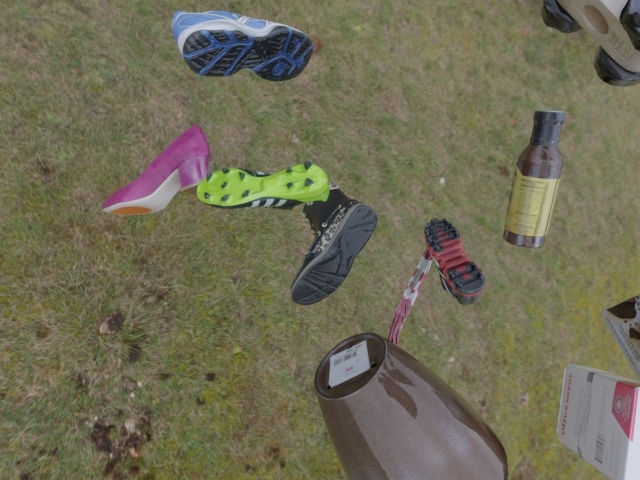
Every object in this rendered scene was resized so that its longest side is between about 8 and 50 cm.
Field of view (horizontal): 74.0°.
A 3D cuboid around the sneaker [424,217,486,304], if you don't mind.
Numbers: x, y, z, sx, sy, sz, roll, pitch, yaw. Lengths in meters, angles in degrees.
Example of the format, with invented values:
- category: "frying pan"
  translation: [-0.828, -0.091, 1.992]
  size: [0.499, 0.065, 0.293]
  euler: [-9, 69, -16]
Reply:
- category: "sneaker"
  translation: [0.355, 0.060, 1.152]
  size: [0.097, 0.135, 0.276]
  euler: [-19, 47, 2]

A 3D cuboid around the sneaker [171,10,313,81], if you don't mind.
- category: "sneaker"
  translation: [-0.096, -0.269, 0.570]
  size: [0.211, 0.080, 0.081]
  euler: [-13, 56, -44]

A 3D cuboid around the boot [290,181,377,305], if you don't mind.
- category: "boot"
  translation: [0.002, 0.000, 0.872]
  size: [0.085, 0.178, 0.236]
  euler: [28, 104, -32]

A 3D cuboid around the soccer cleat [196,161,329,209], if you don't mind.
- category: "soccer cleat"
  translation: [-0.075, -0.063, 0.563]
  size: [0.178, 0.072, 0.060]
  euler: [-3, 68, 13]

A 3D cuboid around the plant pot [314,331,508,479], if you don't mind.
- category: "plant pot"
  translation: [0.096, 0.242, 0.567]
  size: [0.215, 0.215, 0.230]
  euler: [-45, 111, -28]

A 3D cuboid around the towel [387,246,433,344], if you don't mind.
- category: "towel"
  translation: [0.293, 0.153, 1.309]
  size: [0.037, 0.237, 0.329]
  euler: [24, 57, 17]

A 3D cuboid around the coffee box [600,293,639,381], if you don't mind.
- category: "coffee box"
  translation: [0.727, 0.146, 0.790]
  size: [0.118, 0.297, 0.168]
  euler: [9, 51, -28]

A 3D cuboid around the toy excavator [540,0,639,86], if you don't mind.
- category: "toy excavator"
  translation: [0.631, -0.416, 0.601]
  size: [0.433, 0.445, 0.222]
  euler: [54, 20, 11]

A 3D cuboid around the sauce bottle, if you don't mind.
- category: "sauce bottle"
  translation: [0.557, -0.156, 1.096]
  size: [0.111, 0.111, 0.344]
  euler: [-6, 111, -28]

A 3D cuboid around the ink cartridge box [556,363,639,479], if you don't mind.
- category: "ink cartridge box"
  translation: [0.680, 0.417, 0.980]
  size: [0.117, 0.283, 0.207]
  euler: [10, 85, 6]

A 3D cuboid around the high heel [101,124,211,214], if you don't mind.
- category: "high heel"
  translation: [-0.308, -0.124, 0.784]
  size: [0.082, 0.244, 0.117]
  euler: [14, 63, -62]
